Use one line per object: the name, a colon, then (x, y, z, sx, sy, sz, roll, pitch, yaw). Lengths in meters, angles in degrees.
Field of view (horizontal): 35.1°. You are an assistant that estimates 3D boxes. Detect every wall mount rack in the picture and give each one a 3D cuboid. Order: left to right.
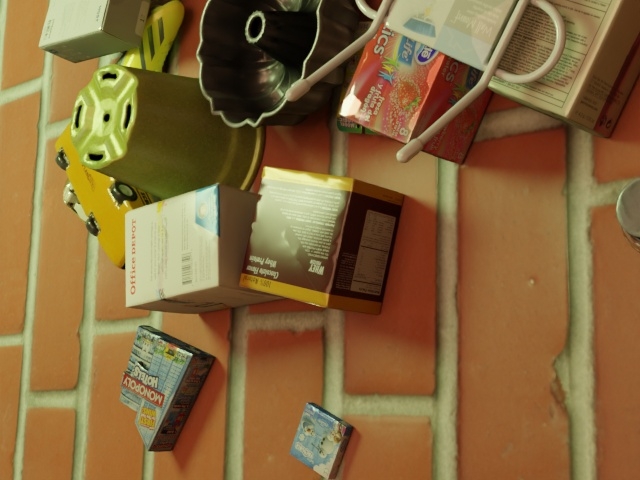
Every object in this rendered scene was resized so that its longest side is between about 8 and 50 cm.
wall mount rack: (0.125, -0.270, 1.314, 0.350, 0.130, 0.304, 33, 103, 34)

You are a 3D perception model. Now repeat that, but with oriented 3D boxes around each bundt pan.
bundt pan: (-0.061, -0.333, 1.652, 0.330, 0.124, 0.331, -11, 75, 47)

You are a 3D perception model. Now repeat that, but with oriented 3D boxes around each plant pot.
plant pot: (-0.281, -0.187, 1.763, 0.276, 0.253, 0.276, -9, 76, 39)

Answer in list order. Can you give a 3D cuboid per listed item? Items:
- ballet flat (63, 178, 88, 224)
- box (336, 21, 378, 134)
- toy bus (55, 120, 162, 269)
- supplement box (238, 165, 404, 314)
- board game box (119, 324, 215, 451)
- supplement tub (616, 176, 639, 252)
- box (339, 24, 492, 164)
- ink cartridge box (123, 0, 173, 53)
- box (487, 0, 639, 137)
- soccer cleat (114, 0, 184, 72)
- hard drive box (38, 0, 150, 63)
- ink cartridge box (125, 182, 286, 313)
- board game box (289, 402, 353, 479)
ballet flat: (-0.469, -0.077, 2.023, 0.232, 0.073, 0.080, 35, 104, 39)
box: (0.088, -0.254, 1.600, 0.105, 0.043, 0.179, 11, 87, 41)
toy bus: (-0.387, -0.097, 1.918, 0.108, 0.130, 0.333, -48, 55, 25)
supplement box: (0.000, 0.000, 1.569, 0.191, 0.129, 0.194, 11, 89, 41)
board game box: (-0.295, 0.270, 1.818, 0.194, 0.060, 0.194, 17, 92, 41)
supplement tub: (0.416, -0.023, 1.171, 0.106, 0.197, 0.106, -8, 78, 39)
box: (0.173, -0.281, 1.460, 0.142, 0.154, 0.300, 29, 100, 39)
ink cartridge box: (-0.332, -0.543, 2.002, 0.333, 0.065, 0.165, -50, 54, 21)
box: (0.343, -0.274, 1.328, 0.148, 0.126, 0.232, 32, 102, 40)
soccer cleat: (-0.341, -0.339, 1.970, 0.121, 0.093, 0.289, 46, 110, 8)
hard drive box: (-0.428, -0.452, 1.944, 0.232, 0.089, 0.181, 1, 75, 47)
ink cartridge box: (-0.194, 0.023, 1.704, 0.232, 0.168, 0.171, -12, 73, 39)
board game box: (0.000, 0.313, 1.582, 0.090, 0.020, 0.090, 24, 99, 41)
